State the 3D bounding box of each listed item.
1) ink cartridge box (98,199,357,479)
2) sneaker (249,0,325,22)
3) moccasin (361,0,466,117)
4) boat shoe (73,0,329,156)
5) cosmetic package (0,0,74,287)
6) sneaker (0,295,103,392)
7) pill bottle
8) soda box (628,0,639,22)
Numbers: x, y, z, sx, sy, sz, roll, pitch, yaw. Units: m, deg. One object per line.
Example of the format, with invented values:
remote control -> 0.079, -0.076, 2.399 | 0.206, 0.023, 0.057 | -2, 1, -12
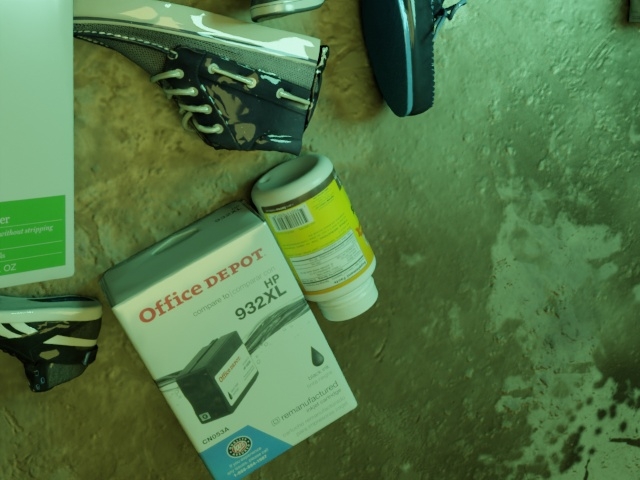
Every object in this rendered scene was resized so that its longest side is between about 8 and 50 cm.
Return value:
ink cartridge box -> -0.120, 0.137, 1.248 | 0.223, 0.129, 0.307 | -30, 113, -10
sneaker -> -0.038, -0.356, 1.117 | 0.086, 0.226, 0.163 | -5, 114, 27
moccasin -> 0.124, -0.333, 1.206 | 0.117, 0.138, 0.342 | -15, 110, -21
boat shoe -> -0.154, -0.195, 1.141 | 0.340, 0.127, 0.158 | 7, 95, -23
cosmetic package -> -0.391, -0.138, 1.028 | 0.197, 0.155, 0.365 | -12, 112, -42
sneaker -> -0.386, 0.135, 1.175 | 0.217, 0.079, 0.121 | 2, 103, -23
pill bottle -> 0.000, 0.000, 1.262 | 0.117, 0.117, 0.215 | -30, 113, -11
soda box -> 0.609, -0.374, 1.396 | 0.286, 0.098, 0.091 | -7, 106, -19
